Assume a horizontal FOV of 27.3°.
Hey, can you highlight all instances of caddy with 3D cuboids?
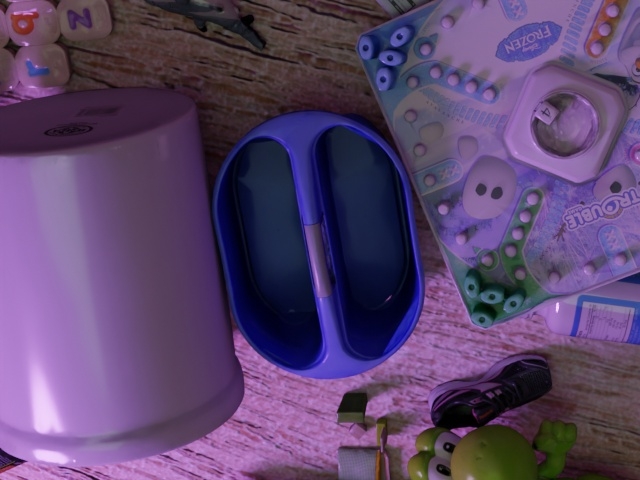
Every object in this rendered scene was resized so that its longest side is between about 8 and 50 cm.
[{"bbox_3d":[0.000,0.000,1.621,0.241,0.179,0.341,-9,107,5],"label":"caddy"}]

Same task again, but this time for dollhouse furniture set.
[{"bbox_3d":[0.054,0.290,1.818,0.076,0.058,0.152,0,112,10],"label":"dollhouse furniture set"}]

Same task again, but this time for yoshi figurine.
[{"bbox_3d":[0.293,0.339,1.698,0.362,0.203,0.203,24,121,-11],"label":"yoshi figurine"}]

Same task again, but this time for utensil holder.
[{"bbox_3d":[-0.278,0.034,1.626,0.327,0.327,0.385,-2,111,11],"label":"utensil holder"}]

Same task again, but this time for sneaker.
[{"bbox_3d":[0.227,0.215,1.747,0.178,0.077,0.072,-26,106,18],"label":"sneaker"}]

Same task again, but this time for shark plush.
[{"bbox_3d":[-0.139,-0.288,1.632,0.161,0.073,0.067,20,136,-21],"label":"shark plush"}]

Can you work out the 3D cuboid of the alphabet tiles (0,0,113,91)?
[{"bbox_3d":[-0.405,-0.329,1.661,0.278,0.021,0.284,-4,112,11],"label":"alphabet tiles"}]

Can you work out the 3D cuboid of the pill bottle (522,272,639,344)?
[{"bbox_3d":[0.347,0.062,1.638,0.221,0.124,0.124,8,113,7],"label":"pill bottle"}]

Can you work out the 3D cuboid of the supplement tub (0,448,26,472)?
[{"bbox_3d":[-0.454,0.267,1.865,0.190,0.117,0.117,-24,106,18],"label":"supplement tub"}]

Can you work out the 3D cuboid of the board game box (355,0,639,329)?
[{"bbox_3d":[0.284,-0.134,1.529,0.390,0.050,0.390,-22,93,14],"label":"board game box"}]

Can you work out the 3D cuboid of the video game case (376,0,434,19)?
[{"bbox_3d":[0.175,-0.294,1.570,0.173,0.022,0.190,-39,104,22],"label":"video game case"}]
